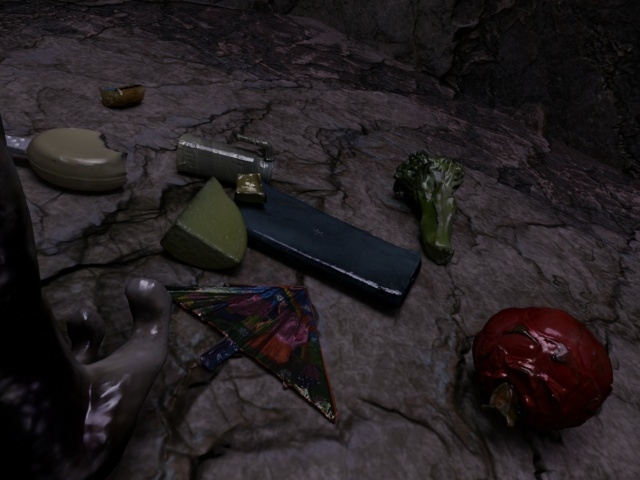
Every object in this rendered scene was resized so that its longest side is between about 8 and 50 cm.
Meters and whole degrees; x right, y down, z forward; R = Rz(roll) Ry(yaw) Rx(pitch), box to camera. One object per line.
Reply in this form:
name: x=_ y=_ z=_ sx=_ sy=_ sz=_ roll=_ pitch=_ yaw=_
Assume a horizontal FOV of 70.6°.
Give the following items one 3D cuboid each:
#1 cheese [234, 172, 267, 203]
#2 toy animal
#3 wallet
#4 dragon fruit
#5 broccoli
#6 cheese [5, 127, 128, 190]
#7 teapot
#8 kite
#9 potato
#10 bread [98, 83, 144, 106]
cheese: x=-0.133 y=-0.096 z=0.855 sx=0.060 sy=0.041 sz=0.084 roll=0 pitch=39 yaw=-11
toy animal: x=-0.274 y=0.100 z=0.326 sx=0.194 sy=0.344 sz=0.303 roll=-9 pitch=45 yaw=20
wallet: x=0.000 y=0.000 z=0.845 sx=0.378 sy=0.046 sz=0.191 roll=24 pitch=31 yaw=12
dragon fruit: x=0.301 y=0.175 z=0.629 sx=0.209 sy=0.172 sz=0.172 roll=4 pitch=34 yaw=-37
broccoli: x=0.250 y=-0.072 z=1.015 sx=0.164 sy=0.145 sz=0.304 roll=20 pitch=43 yaw=-15
cheese: x=-0.484 y=-0.151 z=0.814 sx=0.248 sy=0.071 sz=0.163 roll=-2 pitch=37 yaw=-28
teapot: x=-0.195 y=-0.180 z=0.960 sx=0.200 sy=0.107 sz=0.077 roll=13 pitch=24 yaw=-8
kite: x=-0.078 y=0.125 z=0.660 sx=0.321 sy=0.016 sz=0.234 roll=32 pitch=34 yaw=19
potato: x=-0.183 y=-0.016 z=0.768 sx=0.120 sy=0.081 sz=0.149 roll=38 pitch=36 yaw=-16
bread: x=-0.498 y=-0.366 z=1.141 sx=0.072 sy=0.053 sz=0.106 roll=2 pitch=27 yaw=18
